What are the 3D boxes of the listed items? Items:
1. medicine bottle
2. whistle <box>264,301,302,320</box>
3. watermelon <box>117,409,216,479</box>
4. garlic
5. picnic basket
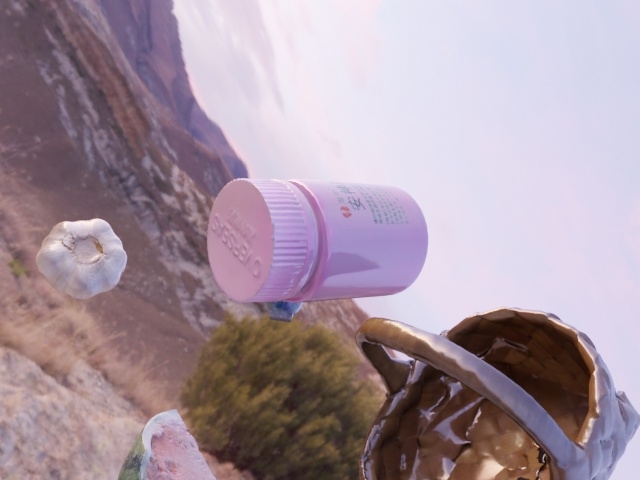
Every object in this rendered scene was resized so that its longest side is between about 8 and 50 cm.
[{"bbox_3d":[0.000,0.000,0.969,0.178,0.290,0.178,0,-90,51],"label":"medicine bottle"},{"bbox_3d":[-0.081,0.130,1.443,0.090,0.090,0.158,61,-9,7],"label":"whistle"},{"bbox_3d":[-0.266,0.432,1.109,0.260,0.176,0.256,20,65,-78],"label":"watermelon"},{"bbox_3d":[-0.574,0.064,1.573,0.199,0.199,0.226,60,-36,9],"label":"garlic"},{"bbox_3d":[0.169,0.196,0.780,0.293,0.337,0.337,15,-44,54],"label":"picnic basket"}]
